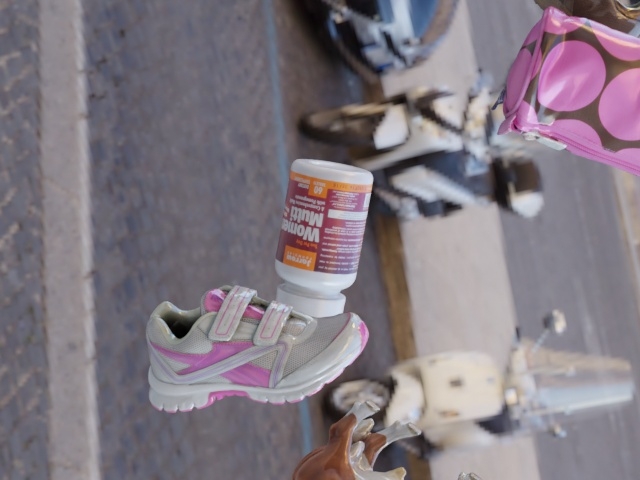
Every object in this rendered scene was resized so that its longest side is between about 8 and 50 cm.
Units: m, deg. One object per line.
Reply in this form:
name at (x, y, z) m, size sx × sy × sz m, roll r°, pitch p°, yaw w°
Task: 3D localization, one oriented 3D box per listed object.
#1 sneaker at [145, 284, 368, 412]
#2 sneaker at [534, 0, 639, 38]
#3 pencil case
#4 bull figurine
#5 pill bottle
sneaker at (-0.077, 0.102, 1.371) m, size 0.103 × 0.252 × 0.111 m, roll -70°, pitch 146°, yaw -62°
sneaker at (0.179, -0.222, 1.029) m, size 0.188 × 0.071 × 0.066 m, roll 44°, pitch 15°, yaw -11°
pencil case at (0.235, -0.088, 0.964) m, size 0.095 × 0.209 × 0.098 m, roll 118°, pitch -9°, yaw -72°
bull figurine at (0.106, 0.345, 1.646) m, size 0.310 × 0.188 × 0.101 m, roll 37°, pitch 7°, yaw 17°
pill bottle at (0.000, 0.000, 1.919) m, size 0.121 × 0.121 × 0.221 m, roll -18°, pitch 119°, yaw -72°
